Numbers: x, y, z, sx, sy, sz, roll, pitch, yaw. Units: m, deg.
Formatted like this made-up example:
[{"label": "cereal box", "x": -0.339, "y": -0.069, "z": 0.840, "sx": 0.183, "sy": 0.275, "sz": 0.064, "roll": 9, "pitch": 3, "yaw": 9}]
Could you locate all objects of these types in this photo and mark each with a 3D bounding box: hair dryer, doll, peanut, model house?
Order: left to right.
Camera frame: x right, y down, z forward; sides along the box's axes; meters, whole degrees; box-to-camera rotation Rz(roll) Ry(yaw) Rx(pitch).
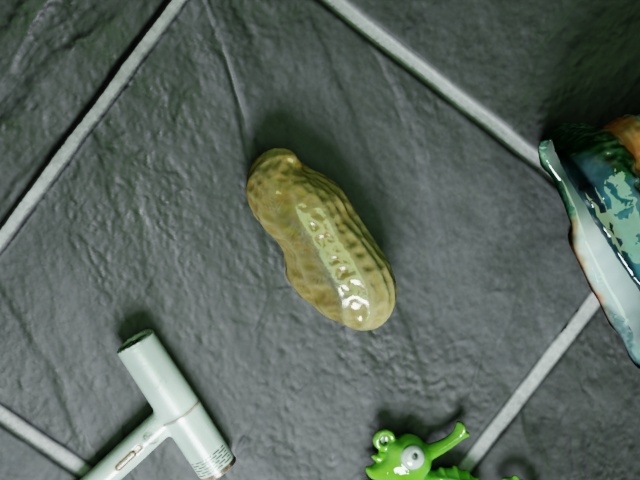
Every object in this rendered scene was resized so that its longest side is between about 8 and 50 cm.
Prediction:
[{"label": "hair dryer", "x": -0.196, "y": 0.193, "z": 1.505, "sx": 0.183, "sy": 0.044, "sz": 0.155, "roll": -31, "pitch": 100, "yaw": 1}, {"label": "peanut", "x": 0.000, "y": 0.000, "z": 1.476, "sx": 0.083, "sy": 0.093, "sz": 0.194, "roll": -40, "pitch": 95, "yaw": -35}, {"label": "doll", "x": 0.128, "y": 0.239, "z": 1.552, "sx": 0.190, "sy": 0.050, "sz": 0.115, "roll": 32, "pitch": 101, "yaw": -14}, {"label": "model house", "x": 0.374, "y": -0.044, "z": 1.477, "sx": 0.291, "sy": 0.184, "sz": 0.253, "roll": -30, "pitch": 98, "yaw": -7}]
